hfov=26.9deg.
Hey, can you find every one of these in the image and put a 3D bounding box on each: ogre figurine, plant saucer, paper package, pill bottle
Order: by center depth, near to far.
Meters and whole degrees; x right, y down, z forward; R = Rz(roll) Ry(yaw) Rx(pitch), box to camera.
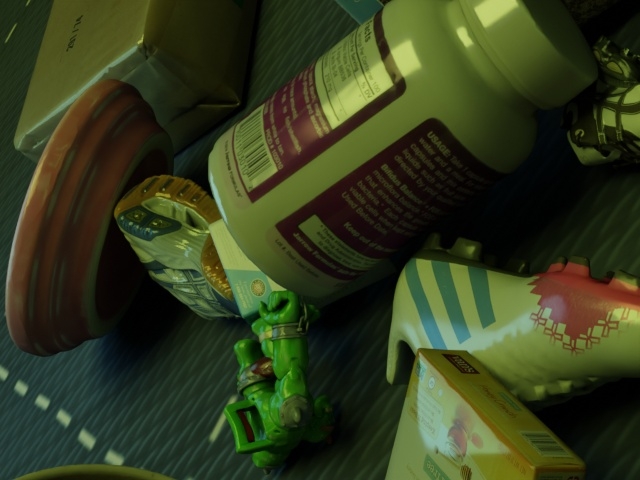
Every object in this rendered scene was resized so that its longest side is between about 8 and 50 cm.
[{"bbox_3d":[0.067,-0.095,1.088,0.301,0.169,0.169,-35,38,25],"label":"pill bottle"},{"bbox_3d":[-0.042,0.136,1.213,0.197,0.096,0.118,-41,49,46],"label":"ogre figurine"},{"bbox_3d":[-0.253,-0.018,1.547,0.332,0.084,0.332,18,-90,-82],"label":"plant saucer"},{"bbox_3d":[-0.237,-0.266,1.796,0.309,0.168,0.325,-30,40,38],"label":"paper package"}]

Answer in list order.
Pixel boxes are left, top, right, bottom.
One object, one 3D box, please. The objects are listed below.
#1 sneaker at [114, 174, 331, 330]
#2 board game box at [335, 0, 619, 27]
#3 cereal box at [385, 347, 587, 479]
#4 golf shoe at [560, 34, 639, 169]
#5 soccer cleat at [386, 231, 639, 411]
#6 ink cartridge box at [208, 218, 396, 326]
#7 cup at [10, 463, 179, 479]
[{"bbox_3d":[-0.088,0.032,1.395,0.112,0.131,0.296,-39,45,-23],"label":"sneaker"},{"bbox_3d":[0.150,-0.290,1.127,0.291,0.232,0.141,-34,40,24],"label":"board game box"},{"bbox_3d":[0.092,0.217,0.917,0.173,0.047,0.240,-137,56,-60],"label":"cereal box"},{"bbox_3d":[0.244,-0.084,1.029,0.094,0.077,0.198,-54,20,14],"label":"golf shoe"},{"bbox_3d":[0.159,0.084,0.981,0.331,0.116,0.143,11,84,63],"label":"soccer cleat"},{"bbox_3d":[0.000,0.000,1.247,0.181,0.061,0.104,-25,65,5],"label":"ink cartridge box"},{"bbox_3d":[-0.191,0.375,1.068,0.237,0.331,0.331,119,164,-56],"label":"cup"}]
